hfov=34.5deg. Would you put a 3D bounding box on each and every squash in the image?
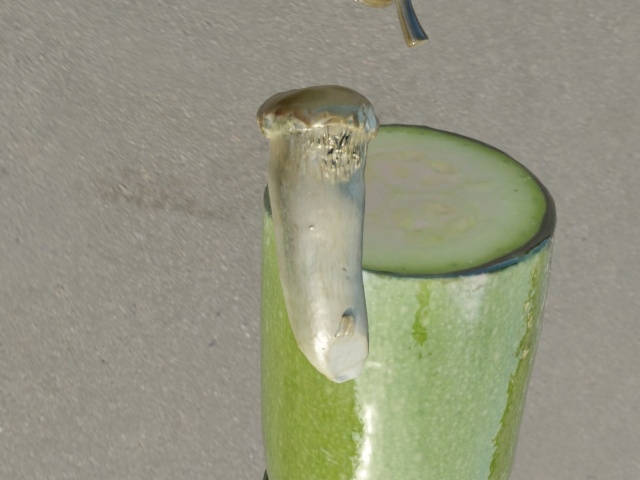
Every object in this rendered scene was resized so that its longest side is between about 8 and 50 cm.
[{"bbox_3d":[0.070,0.117,0.991,0.263,0.263,0.384,-12,126,-21],"label":"squash"}]

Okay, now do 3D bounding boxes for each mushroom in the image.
[{"bbox_3d":[0.000,0.000,0.675,0.071,0.084,0.209,-21,117,-40],"label":"mushroom"}]

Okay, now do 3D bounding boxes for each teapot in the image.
[{"bbox_3d":[0.061,-0.203,0.793,0.085,0.080,0.110,-22,74,-39],"label":"teapot"}]
